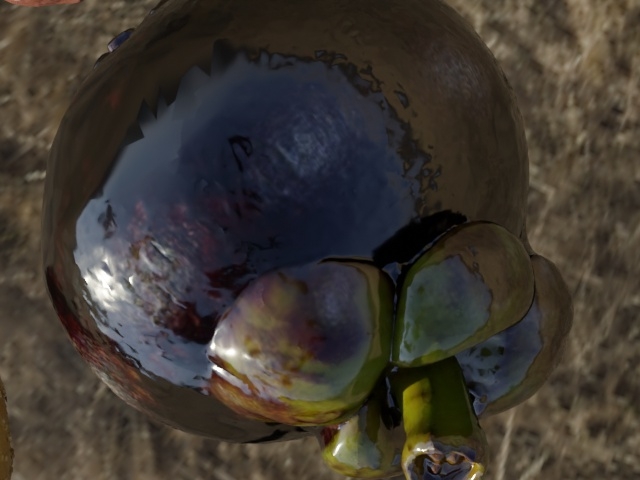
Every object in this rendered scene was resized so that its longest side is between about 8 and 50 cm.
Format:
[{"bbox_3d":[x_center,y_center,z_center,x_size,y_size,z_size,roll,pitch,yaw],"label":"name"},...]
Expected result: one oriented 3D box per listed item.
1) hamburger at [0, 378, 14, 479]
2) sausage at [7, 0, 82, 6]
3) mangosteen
[{"bbox_3d":[-0.275,0.132,1.252,0.118,0.182,0.191,4,141,-27],"label":"hamburger"},{"bbox_3d":[-0.112,-0.126,0.691,0.094,0.059,0.054,56,154,25],"label":"sausage"},{"bbox_3d":[0.001,-0.014,1.087,0.313,0.297,0.297,20,116,2],"label":"mangosteen"}]
